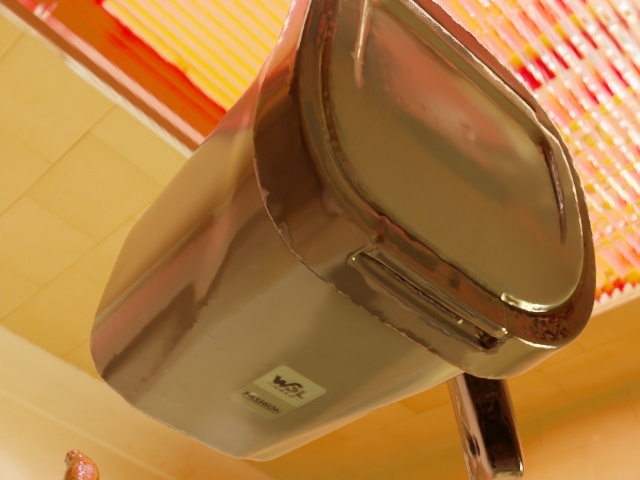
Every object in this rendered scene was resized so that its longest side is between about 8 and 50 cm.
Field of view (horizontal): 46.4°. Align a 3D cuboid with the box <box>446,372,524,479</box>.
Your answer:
[{"bbox_3d":[0.199,0.181,0.966,0.289,0.073,0.289,66,-168,-61],"label":"box"}]

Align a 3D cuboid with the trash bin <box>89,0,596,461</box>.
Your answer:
[{"bbox_3d":[0.000,0.000,0.464,0.220,0.250,0.219,36,-143,-23],"label":"trash bin"}]

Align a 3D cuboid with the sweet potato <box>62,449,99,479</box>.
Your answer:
[{"bbox_3d":[-0.220,0.268,0.715,0.057,0.265,0.057,-8,-74,-30],"label":"sweet potato"}]
